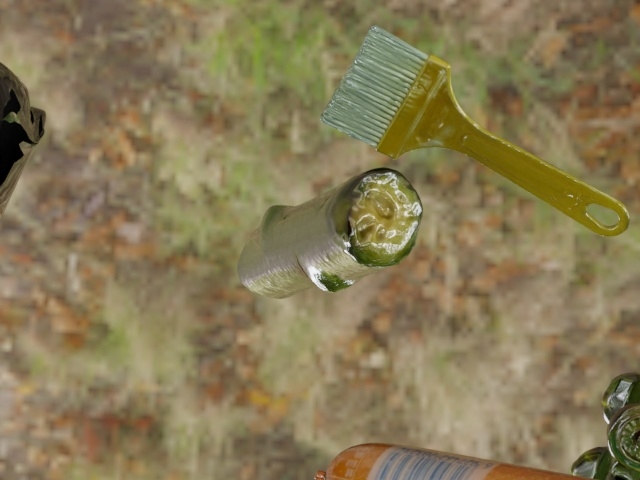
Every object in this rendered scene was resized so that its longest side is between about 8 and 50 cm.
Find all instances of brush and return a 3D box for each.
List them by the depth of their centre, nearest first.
[{"bbox_3d":[0.105,-0.057,1.205,0.205,0.011,0.083,29,128,-2],"label":"brush"}]

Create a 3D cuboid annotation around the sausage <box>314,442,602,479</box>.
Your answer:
[{"bbox_3d":[0.136,0.137,0.871,0.348,0.053,0.053,6,165,37],"label":"sausage"}]

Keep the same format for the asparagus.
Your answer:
[{"bbox_3d":[0.002,0.000,1.253,0.060,0.067,0.278,-17,-179,-17],"label":"asparagus"}]

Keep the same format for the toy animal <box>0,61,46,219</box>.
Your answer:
[{"bbox_3d":[-0.304,0.014,0.985,0.251,0.310,0.251,25,170,5],"label":"toy animal"}]

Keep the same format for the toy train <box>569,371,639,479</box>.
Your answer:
[{"bbox_3d":[0.240,0.195,1.336,0.137,0.225,0.090,21,-164,-1],"label":"toy train"}]
